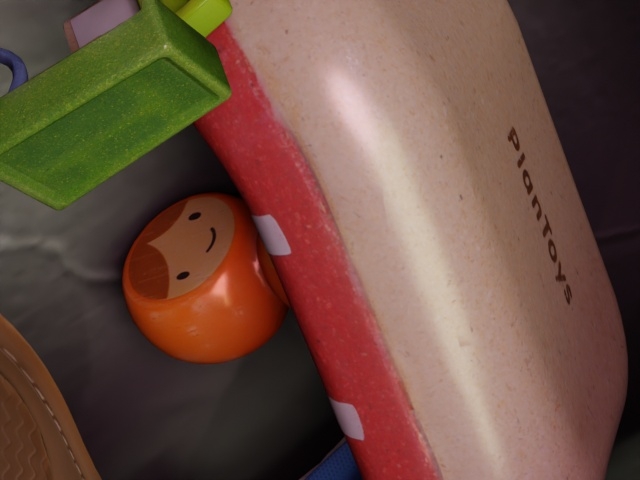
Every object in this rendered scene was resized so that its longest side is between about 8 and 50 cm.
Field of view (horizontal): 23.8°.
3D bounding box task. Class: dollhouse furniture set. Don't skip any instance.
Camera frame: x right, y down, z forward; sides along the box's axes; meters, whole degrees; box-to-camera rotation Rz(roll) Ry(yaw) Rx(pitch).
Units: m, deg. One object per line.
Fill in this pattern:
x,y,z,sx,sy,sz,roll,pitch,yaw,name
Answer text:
-0.074,-0.087,0.404,0.058,0.152,0.076,-29,153,15,dollhouse furniture set

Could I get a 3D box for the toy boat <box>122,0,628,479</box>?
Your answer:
0.000,0.000,0.505,0.151,0.151,0.231,-15,107,25,toy boat

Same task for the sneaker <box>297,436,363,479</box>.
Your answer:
0.089,0.165,0.628,0.322,0.130,0.236,-10,120,-22,sneaker

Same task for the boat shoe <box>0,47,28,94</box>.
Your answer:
-0.127,-0.060,0.396,0.089,0.109,0.258,-43,150,-36,boat shoe

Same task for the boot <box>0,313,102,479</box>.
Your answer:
-0.129,0.106,0.443,0.283,0.220,0.109,21,54,-38,boot
